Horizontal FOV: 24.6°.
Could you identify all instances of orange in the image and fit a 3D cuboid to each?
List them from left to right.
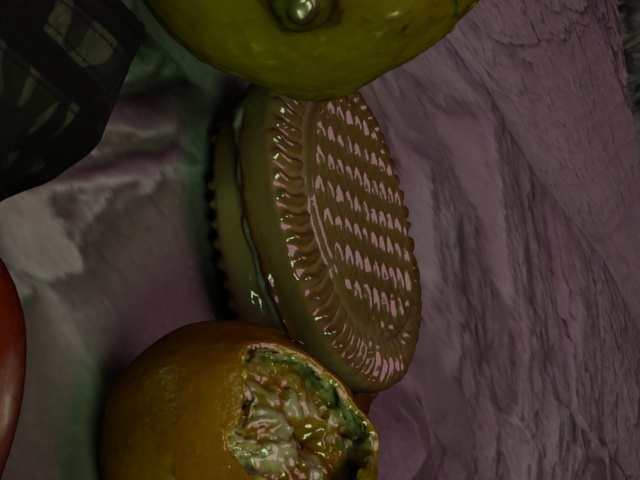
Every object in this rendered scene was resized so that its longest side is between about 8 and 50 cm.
[{"bbox_3d":[-0.041,0.115,0.765,0.155,0.134,0.155,56,23,-38],"label":"orange"}]

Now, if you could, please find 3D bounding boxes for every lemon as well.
[{"bbox_3d":[-0.007,-0.223,0.881,0.284,0.260,0.261,-57,131,-66],"label":"lemon"}]

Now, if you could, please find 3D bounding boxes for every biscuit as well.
[{"bbox_3d":[0.000,0.000,1.005,0.259,0.079,0.259,-14,90,-69],"label":"biscuit"}]

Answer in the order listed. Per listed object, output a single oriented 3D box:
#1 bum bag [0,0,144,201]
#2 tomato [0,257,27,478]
[{"bbox_3d":[-0.187,-0.102,0.541,0.144,0.095,0.340,-51,146,-4],"label":"bum bag"},{"bbox_3d":[-0.174,0.048,0.467,0.167,0.167,0.167,-12,90,-68],"label":"tomato"}]
